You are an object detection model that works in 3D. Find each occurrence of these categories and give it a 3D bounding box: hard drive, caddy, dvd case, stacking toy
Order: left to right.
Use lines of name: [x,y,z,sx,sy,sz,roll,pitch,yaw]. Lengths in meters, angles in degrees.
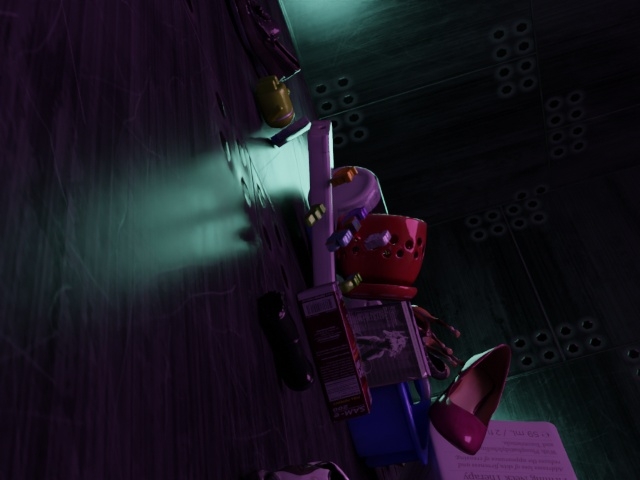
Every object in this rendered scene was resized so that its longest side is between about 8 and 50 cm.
hard drive: [0.005,-0.060,1.863,0.233,0.047,0.352,-84,173,-75]
stacking toy: [0.046,-0.022,1.691,0.167,0.052,0.221,61,36,-18]
dvd case: [0.105,0.211,1.789,0.018,0.221,0.164,-42,-122,57]
caddy: [0.145,0.323,1.919,0.241,0.179,0.341,62,13,-62]

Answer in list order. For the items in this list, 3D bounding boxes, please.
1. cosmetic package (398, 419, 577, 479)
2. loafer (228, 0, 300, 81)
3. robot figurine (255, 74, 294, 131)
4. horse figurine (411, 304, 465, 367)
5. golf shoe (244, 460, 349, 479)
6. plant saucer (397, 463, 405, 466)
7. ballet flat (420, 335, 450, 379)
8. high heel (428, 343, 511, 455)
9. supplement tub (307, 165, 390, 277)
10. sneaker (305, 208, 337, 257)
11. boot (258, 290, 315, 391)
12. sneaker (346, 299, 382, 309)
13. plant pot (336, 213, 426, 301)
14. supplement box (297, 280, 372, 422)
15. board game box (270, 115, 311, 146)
cosmetic package: [0.374,0.644,1.967,0.393,0.330,0.327,-101,-159,-51]
loafer: [-0.120,-0.450,1.959,0.302,0.095,0.109,64,11,-63]
robot figurine: [-0.095,-0.284,1.865,0.101,0.067,0.115,-81,155,-57]
horse figurine: [0.229,0.208,1.978,0.174,0.066,0.263,31,-16,26]
golf shoe: [-0.010,0.268,0.906,0.198,0.094,0.077,65,9,-69]
plant saucer: [0.167,0.467,2.430,0.310,0.050,0.310,-16,90,-84]
ballet flat: [0.237,0.254,1.907,0.173,0.049,0.057,38,19,-47]
high heel: [0.327,0.317,1.872,0.127,0.181,0.377,37,11,1]
supplement tub: [0.096,-0.025,2.404,0.193,0.194,0.316,-100,171,-53]
sneaker: [0.001,0.000,2.055,0.084,0.058,0.152,-163,-117,-86]
boot: [-0.047,0.132,1.204,0.121,0.045,0.099,-111,-177,-54]
sneaker: [0.115,0.278,2.196,0.180,0.125,0.320,-96,180,-84]
plant pot: [0.127,0.040,1.894,0.191,0.191,0.174,40,52,-81]
supplement box: [0.028,0.200,1.642,0.130,0.073,0.239,-9,84,-85]
board game box: [-0.062,-0.235,1.938,0.020,0.090,0.090,59,4,1]
